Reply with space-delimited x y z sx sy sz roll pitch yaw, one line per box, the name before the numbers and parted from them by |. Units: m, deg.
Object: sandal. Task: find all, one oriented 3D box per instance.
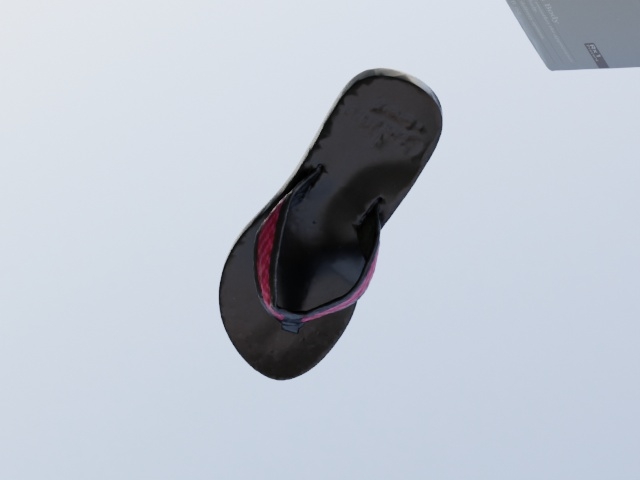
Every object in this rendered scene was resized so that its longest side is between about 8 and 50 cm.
sandal | 0.000 0.000 0.822 0.040 0.067 0.179 -84 -162 -54

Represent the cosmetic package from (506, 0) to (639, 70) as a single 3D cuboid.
cosmetic package | 0.238 -0.199 1.281 0.107 0.127 0.238 -41 -160 -19
